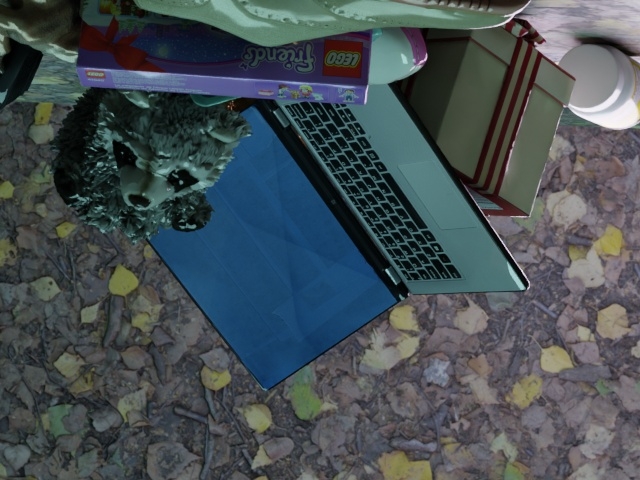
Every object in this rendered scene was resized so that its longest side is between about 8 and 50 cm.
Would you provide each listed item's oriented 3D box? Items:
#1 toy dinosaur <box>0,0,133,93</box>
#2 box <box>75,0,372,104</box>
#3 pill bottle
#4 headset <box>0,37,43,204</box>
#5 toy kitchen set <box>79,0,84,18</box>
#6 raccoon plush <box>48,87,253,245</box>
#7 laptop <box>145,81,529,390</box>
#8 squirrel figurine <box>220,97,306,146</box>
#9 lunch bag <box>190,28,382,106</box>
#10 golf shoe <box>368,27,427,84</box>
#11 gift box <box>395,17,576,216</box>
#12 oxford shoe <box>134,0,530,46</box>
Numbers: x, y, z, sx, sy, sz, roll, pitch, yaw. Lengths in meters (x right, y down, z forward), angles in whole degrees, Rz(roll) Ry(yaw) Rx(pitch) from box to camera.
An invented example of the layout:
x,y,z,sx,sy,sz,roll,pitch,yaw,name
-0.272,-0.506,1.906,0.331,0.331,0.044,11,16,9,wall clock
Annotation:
x,y,z,sx,sy,sz,roll,pitch,yaw,name
-0.295,-0.283,1.669,0.200,0.296,0.127,-25,-154,4,toy dinosaur
-0.091,-0.248,1.611,0.293,0.201,0.057,4,164,0,box
0.440,-0.241,2.466,0.119,0.119,0.208,3,178,25,pill bottle
-0.438,-0.197,1.832,0.243,0.185,0.394,5,135,8,headset
-0.330,-0.322,2.021,0.207,0.122,0.166,-20,-168,-33,toy kitchen set
-0.213,-0.213,2.018,0.216,0.446,0.299,6,149,-22,raccoon plush
0.000,0.000,2.198,0.236,0.382,0.408,-48,-156,-28,laptop
-0.139,-0.188,2.442,0.370,0.281,0.397,19,160,-37,squirrel figurine
-0.061,-0.251,1.787,0.223,0.160,0.262,-16,-177,-6,lunch bag
0.002,-0.231,1.977,0.140,0.115,0.306,-34,-154,-30,golf shoe
0.186,-0.200,2.260,0.255,0.258,0.276,6,161,45,gift box
0.003,-0.256,1.516,0.397,0.140,0.146,12,143,4,oxford shoe
